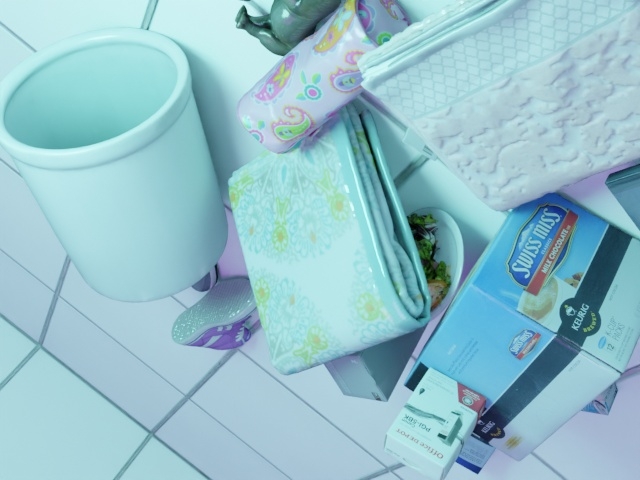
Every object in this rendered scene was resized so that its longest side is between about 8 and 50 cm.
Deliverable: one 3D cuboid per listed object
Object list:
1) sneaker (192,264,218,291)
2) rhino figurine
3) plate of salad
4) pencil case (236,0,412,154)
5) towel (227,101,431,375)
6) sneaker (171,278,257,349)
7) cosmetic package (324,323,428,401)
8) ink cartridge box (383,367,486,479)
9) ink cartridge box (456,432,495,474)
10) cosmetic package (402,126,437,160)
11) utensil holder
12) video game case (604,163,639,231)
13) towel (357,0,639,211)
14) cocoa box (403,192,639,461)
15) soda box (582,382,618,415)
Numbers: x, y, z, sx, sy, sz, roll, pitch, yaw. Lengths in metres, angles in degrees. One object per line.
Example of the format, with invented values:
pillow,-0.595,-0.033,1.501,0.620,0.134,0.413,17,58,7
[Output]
sneaker,-0.330,0.045,1.768,0.124,0.178,0.295,12,140,33
rhino figurine,-0.029,-0.337,1.136,0.106,0.073,0.243,26,149,-19
plate of salad,0.151,0.041,1.332,0.048,0.200,0.200,16,159,-33
pencil case,0.004,-0.228,1.161,0.124,0.124,0.284,46,133,-12
towel,0.000,0.000,1.321,0.320,0.090,0.374,-28,72,46
sneaker,-0.197,0.176,1.901,0.161,0.102,0.282,23,143,-39
cosmetic package,0.104,0.151,1.449,0.107,0.238,0.127,3,133,41
ink cartridge box,0.168,0.270,1.211,0.099,0.135,0.056,26,144,20
ink cartridge box,0.284,0.383,1.726,0.186,0.065,0.311,28,147,14
cosmetic package,0.182,-0.218,1.070,0.060,0.099,0.239,34,145,9
utensil holder,-0.347,-0.121,1.463,0.327,0.327,0.385,19,144,25
video game case,0.509,-0.002,1.017,0.274,0.026,0.196,48,144,-16
towel,0.259,-0.173,0.969,0.332,0.053,0.317,-23,133,40
cocoa box,0.309,0.131,1.246,0.228,0.231,0.347,32,146,9
soda box,0.418,0.252,1.449,0.183,0.058,0.063,2,133,41
